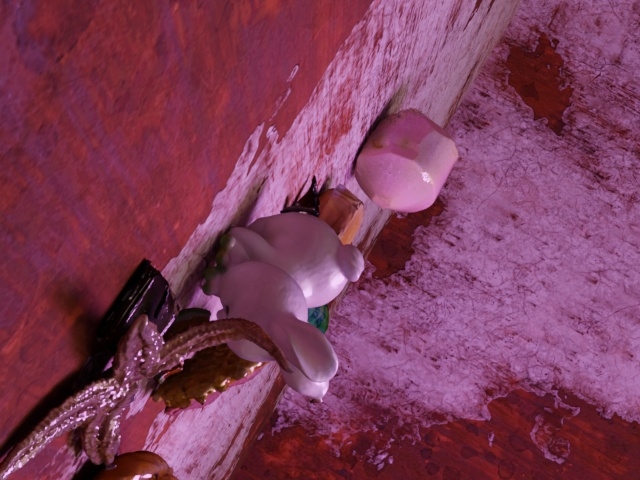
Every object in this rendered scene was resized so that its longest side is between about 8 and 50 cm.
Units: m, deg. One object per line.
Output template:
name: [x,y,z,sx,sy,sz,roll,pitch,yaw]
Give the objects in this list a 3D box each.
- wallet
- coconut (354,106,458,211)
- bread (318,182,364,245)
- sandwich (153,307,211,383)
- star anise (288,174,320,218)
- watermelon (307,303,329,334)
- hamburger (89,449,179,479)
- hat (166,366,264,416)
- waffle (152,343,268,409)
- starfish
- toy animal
wallet: [-0.240,0.109,1.347,0.122,0.031,0.232,-55,170,-14]
coconut: [0.198,-0.182,2.422,0.245,0.233,0.233,-56,171,-33]
bread: [0.000,0.000,2.197,0.241,0.107,0.136,-58,169,-14]
sandwich: [-0.219,0.149,1.485,0.135,0.067,0.029,-61,177,-32]
star anise: [-0.041,0.007,1.988,0.272,0.102,0.272,-61,174,-11]
watermelon: [-0.060,0.194,2.599,0.231,0.128,0.146,-49,149,-45]
hamburger: [-0.332,0.484,1.625,0.290,0.170,0.314,-56,173,-5]
hat: [-0.169,0.231,1.951,0.286,0.107,0.236,-38,-179,22]
waffle: [-0.171,0.215,1.701,0.237,0.059,0.243,-28,-172,-35]
starfish: [-0.236,0.205,1.280,0.398,0.132,0.384,-30,172,13]
toy animal: [-0.059,0.096,1.594,0.310,0.247,0.183,-62,170,-51]
